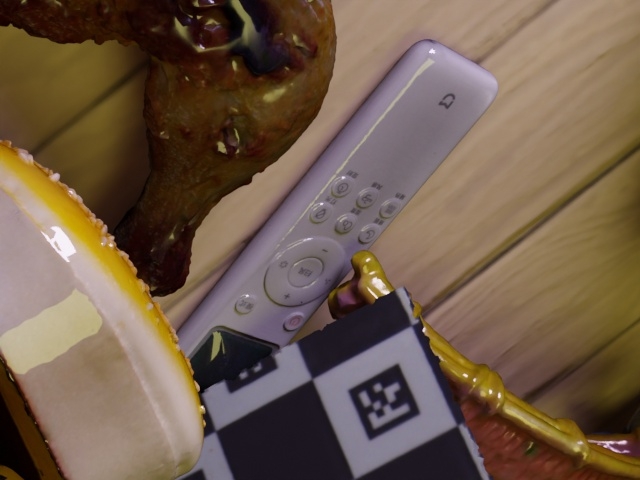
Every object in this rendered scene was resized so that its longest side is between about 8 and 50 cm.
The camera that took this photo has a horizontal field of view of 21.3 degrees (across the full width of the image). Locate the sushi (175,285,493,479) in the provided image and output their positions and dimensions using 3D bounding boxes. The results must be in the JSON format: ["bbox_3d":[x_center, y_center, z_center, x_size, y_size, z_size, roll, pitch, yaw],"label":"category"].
[{"bbox_3d":[-0.026,0.258,0.910,0.343,0.359,0.064,-29,155,11],"label":"sushi"}]

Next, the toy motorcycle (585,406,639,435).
[{"bbox_3d":[0.286,0.160,1.215,0.263,0.091,0.157,23,112,-39],"label":"toy motorcycle"}]

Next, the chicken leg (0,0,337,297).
[{"bbox_3d":[-0.079,-0.098,0.791,0.177,0.083,0.322,-25,135,4],"label":"chicken leg"}]

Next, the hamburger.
[{"bbox_3d":[-0.140,0.041,0.811,0.116,0.173,0.210,-47,133,-32],"label":"hamburger"}]

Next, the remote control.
[{"bbox_3d":[0.000,0.000,0.949,0.067,0.029,0.261,23,114,-42],"label":"remote control"}]

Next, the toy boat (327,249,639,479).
[{"bbox_3d":[0.117,0.105,1.032,0.318,0.141,0.099,27,82,-34],"label":"toy boat"}]
